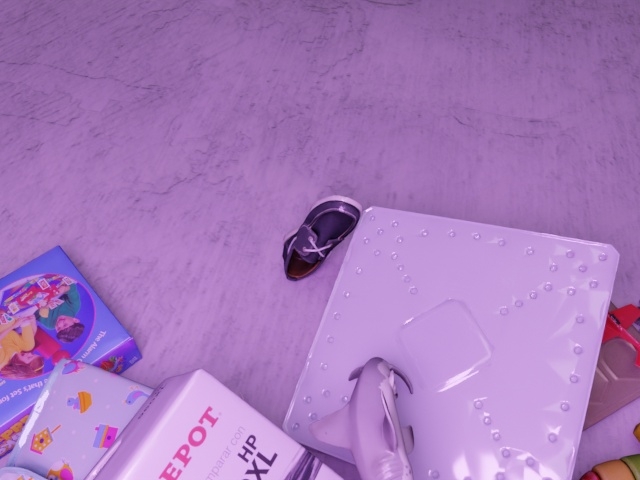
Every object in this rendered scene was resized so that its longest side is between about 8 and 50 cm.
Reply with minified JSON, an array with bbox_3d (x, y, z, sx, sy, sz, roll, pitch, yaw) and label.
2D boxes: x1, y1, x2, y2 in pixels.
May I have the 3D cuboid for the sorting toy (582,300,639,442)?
[{"bbox_3d":[0.451,0.214,0.979,0.229,0.041,0.307,-20,57,-21],"label":"sorting toy"}]

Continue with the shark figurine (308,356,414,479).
[{"bbox_3d":[0.046,0.203,0.728,0.116,0.166,0.278,-16,26,10],"label":"shark figurine"}]

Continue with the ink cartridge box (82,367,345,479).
[{"bbox_3d":[-0.087,0.373,0.665,0.395,0.166,0.285,41,59,-10],"label":"ink cartridge box"}]

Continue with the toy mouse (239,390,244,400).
[{"bbox_3d":[-0.128,0.306,0.893,0.143,0.031,0.161,-22,52,-2],"label":"toy mouse"}]

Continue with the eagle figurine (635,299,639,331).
[{"bbox_3d":[0.701,0.097,0.984,0.298,0.225,0.226,12,65,-6],"label":"eagle figurine"}]

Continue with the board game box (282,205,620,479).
[{"bbox_3d":[0.182,0.156,0.879,0.390,0.050,0.389,11,70,28],"label":"board game box"}]

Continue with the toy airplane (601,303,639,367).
[{"bbox_3d":[0.489,0.153,0.985,0.151,0.028,0.151,4,51,-5],"label":"toy airplane"}]

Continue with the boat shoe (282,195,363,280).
[{"bbox_3d":[0.000,0.000,1.006,0.084,0.233,0.079,22,58,-17],"label":"boat shoe"}]

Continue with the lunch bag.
[{"bbox_3d":[-0.291,0.318,0.805,0.223,0.160,0.262,18,66,13],"label":"lunch bag"}]

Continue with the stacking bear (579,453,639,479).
[{"bbox_3d":[0.400,0.365,0.795,0.289,0.164,0.175,-6,17,8],"label":"stacking bear"}]

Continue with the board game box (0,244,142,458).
[{"bbox_3d":[-0.492,0.191,0.939,0.347,0.078,0.233,-35,62,-24],"label":"board game box"}]
